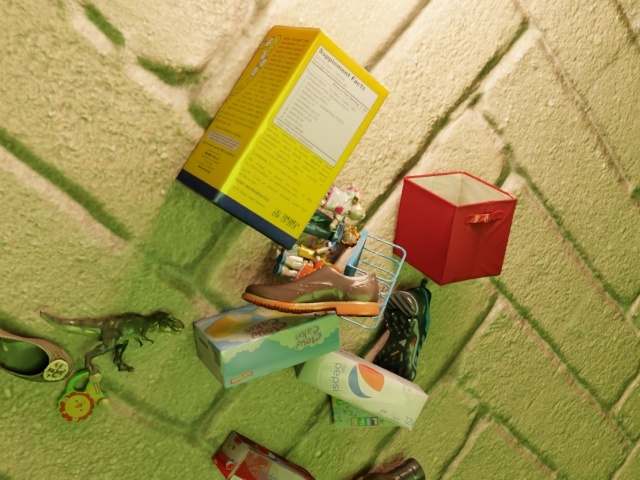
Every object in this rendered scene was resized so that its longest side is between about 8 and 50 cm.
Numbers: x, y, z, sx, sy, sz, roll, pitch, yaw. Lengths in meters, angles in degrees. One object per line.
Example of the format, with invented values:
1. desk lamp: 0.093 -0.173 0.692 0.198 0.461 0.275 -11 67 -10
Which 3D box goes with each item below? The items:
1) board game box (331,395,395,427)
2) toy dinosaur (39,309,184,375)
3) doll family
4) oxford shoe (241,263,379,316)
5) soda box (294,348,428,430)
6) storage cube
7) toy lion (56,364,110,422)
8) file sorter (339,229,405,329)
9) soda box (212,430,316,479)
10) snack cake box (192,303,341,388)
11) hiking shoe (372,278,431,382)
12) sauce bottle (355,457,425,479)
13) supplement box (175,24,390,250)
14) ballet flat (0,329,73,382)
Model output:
1. board game box: 0.107 0.393 1.707 0.154 0.026 0.103 -4 112 7
2. toy dinosaur: -0.396 0.191 1.362 0.268 0.064 0.118 5 89 -32
3. doll family: 0.000 0.000 1.520 0.163 0.118 0.263 25 83 -21
4. oxford shoe: -0.019 0.097 1.422 0.271 0.097 0.098 4 82 -7
5. soda box: 0.088 0.316 1.607 0.286 0.098 0.091 26 91 -7
6. storage cube: 0.298 -0.033 1.626 0.184 0.215 0.193 -8 117 -30
7. toy lion: -0.458 0.299 1.379 0.096 0.034 0.100 -16 114 -18
8. file sorter: 0.102 0.090 1.539 0.118 0.104 0.170 -59 169 -45
9. soda box: -0.114 0.531 1.628 0.263 0.092 0.083 40 83 -34
10. snack cake box: -0.110 0.195 1.482 0.264 0.152 0.089 -15 113 -27
11. hiking shoe: 0.210 0.251 1.724 0.132 0.113 0.304 -21 128 -47
12. sauce bottle: 0.107 0.652 1.794 0.344 0.111 0.111 -20 115 -25
13. supplement box: -0.073 -0.197 1.348 0.194 0.195 0.356 34 88 -35
14. ballet flat: -0.549 0.196 1.268 0.250 0.058 0.084 36 86 -35
